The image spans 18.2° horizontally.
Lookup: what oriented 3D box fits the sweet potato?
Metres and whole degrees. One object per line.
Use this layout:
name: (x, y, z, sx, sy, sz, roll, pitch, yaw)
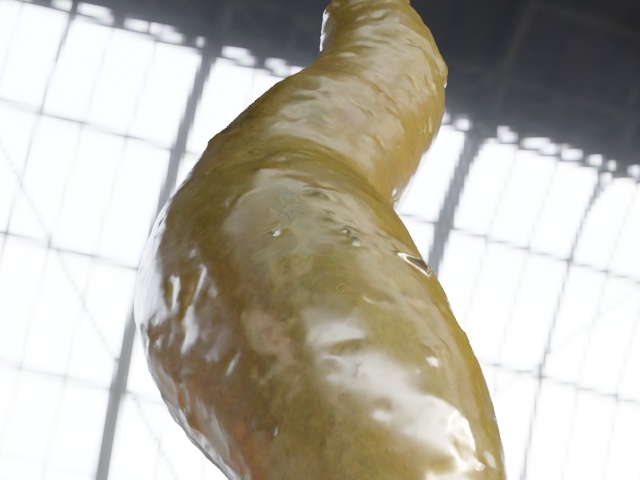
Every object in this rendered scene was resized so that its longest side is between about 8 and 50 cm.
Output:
sweet potato: (-0.002, -0.001, 0.413, 0.069, 0.249, 0.059, 11, -59, -8)
